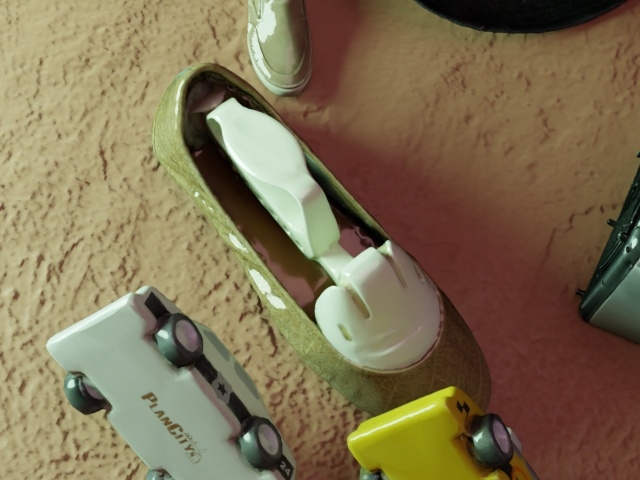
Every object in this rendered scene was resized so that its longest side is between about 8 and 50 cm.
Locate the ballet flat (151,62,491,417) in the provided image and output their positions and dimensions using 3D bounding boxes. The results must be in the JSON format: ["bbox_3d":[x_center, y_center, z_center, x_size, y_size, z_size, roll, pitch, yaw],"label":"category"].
[{"bbox_3d":[0.000,0.000,0.899,0.116,0.124,0.342,-36,79,-14],"label":"ballet flat"}]

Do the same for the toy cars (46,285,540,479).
[{"bbox_3d":[0.006,0.137,0.858,0.394,0.176,0.087,18,32,2],"label":"toy cars"}]

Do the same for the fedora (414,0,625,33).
[{"bbox_3d":[0.185,-0.311,0.943,0.334,0.152,0.334,-2,97,-20],"label":"fedora"}]

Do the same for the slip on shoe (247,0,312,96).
[{"bbox_3d":[-0.032,-0.183,0.995,0.051,0.041,0.135,-1,73,-5],"label":"slip on shoe"}]

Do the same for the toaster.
[{"bbox_3d":[0.276,-0.020,0.900,0.110,0.185,0.168,25,72,7],"label":"toaster"}]
